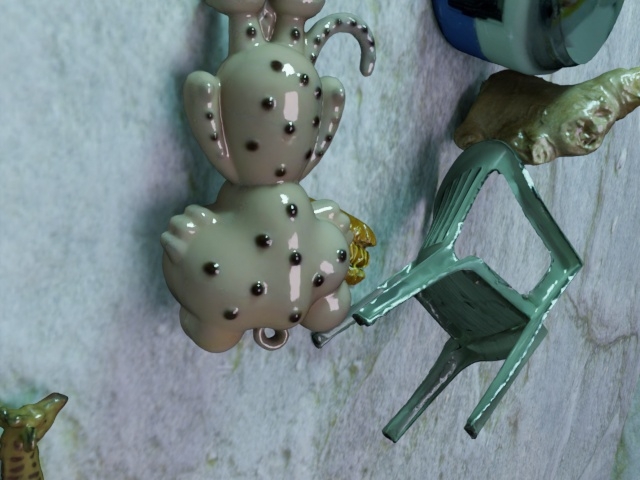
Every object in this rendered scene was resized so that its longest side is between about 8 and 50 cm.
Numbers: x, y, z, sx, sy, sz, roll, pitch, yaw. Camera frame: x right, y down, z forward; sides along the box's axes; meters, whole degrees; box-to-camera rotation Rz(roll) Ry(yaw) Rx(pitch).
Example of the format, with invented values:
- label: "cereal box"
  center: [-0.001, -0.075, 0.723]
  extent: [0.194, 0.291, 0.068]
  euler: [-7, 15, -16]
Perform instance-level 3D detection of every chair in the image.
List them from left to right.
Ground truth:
- label: "chair"
  center: [0.138, 0.047, 0.795]
  extent: [0.275, 0.190, 0.203]
  euler: [-42, -178, -27]

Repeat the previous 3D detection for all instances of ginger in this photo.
- label: "ginger"
  center: [0.260, -0.138, 0.849]
  extent: [0.074, 0.213, 0.137]
  euler: [52, 52, -50]

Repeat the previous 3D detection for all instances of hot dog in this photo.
- label: "hot dog"
  center: [0.000, 0.000, 0.714]
  extent: [0.165, 0.045, 0.071]
  euler: [22, 91, -56]

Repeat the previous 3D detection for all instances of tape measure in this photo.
- label: "tape measure"
  center: [0.231, -0.308, 0.784]
  extent: [0.259, 0.138, 0.262]
  euler: [-16, 120, -48]

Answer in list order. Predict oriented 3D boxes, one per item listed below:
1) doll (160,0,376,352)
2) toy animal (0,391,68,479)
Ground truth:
- label: "doll"
  center: [-0.037, -0.052, 0.566]
  extent: [0.154, 0.119, 0.278]
  euler: [6, 97, -26]
- label: "toy animal"
  center: [-0.199, 0.233, 0.565]
  extent: [0.149, 0.054, 0.275]
  euler: [-48, 140, -31]
